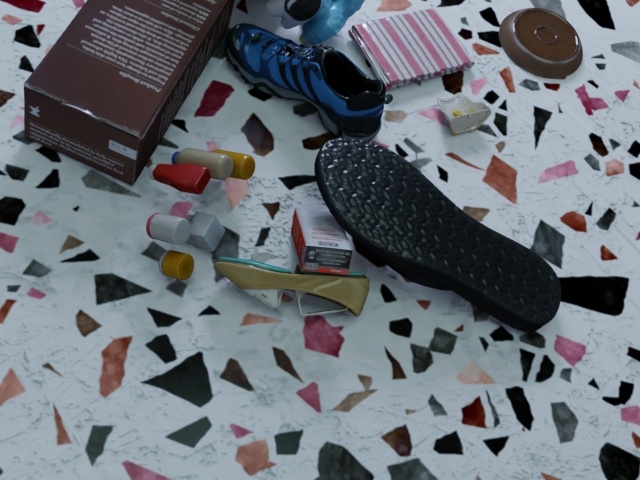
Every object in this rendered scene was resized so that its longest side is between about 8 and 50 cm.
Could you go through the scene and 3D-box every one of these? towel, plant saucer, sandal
[{"bbox_3d":[0.162,-0.344,1.845,0.197,0.029,0.144,-17,65,-26],"label":"towel"},{"bbox_3d":[0.418,-0.377,1.930,0.168,0.029,0.168,6,58,-10],"label":"plant saucer"},{"bbox_3d":[0.164,0.010,1.592,0.445,0.107,0.168,34,53,-8],"label":"sandal"}]

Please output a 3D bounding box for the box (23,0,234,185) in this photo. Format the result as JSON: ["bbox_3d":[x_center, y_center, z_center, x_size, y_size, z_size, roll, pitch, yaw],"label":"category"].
[{"bbox_3d":[-0.290,-0.292,1.625,0.191,0.143,0.381,25,54,0],"label":"box"}]

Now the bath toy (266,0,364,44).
[{"bbox_3d":[-0.065,-0.469,1.684,0.348,0.129,0.151,33,45,-48],"label":"bath toy"}]

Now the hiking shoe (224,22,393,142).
[{"bbox_3d":[-0.017,-0.287,1.695,0.304,0.132,0.113,31,56,5],"label":"hiking shoe"}]

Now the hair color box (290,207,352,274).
[{"bbox_3d":[0.000,0.000,1.535,0.072,0.043,0.141,6,22,-11],"label":"hair color box"}]

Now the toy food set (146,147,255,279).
[{"bbox_3d":[-0.202,-0.059,1.530,0.104,0.111,0.232,12,62,30],"label":"toy food set"}]

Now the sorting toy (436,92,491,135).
[{"bbox_3d":[0.238,-0.226,1.783,0.083,0.045,0.075,-15,57,-22],"label":"sorting toy"}]

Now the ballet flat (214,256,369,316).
[{"bbox_3d":[-0.042,0.071,1.507,0.232,0.080,0.073,7,87,-8],"label":"ballet flat"}]
